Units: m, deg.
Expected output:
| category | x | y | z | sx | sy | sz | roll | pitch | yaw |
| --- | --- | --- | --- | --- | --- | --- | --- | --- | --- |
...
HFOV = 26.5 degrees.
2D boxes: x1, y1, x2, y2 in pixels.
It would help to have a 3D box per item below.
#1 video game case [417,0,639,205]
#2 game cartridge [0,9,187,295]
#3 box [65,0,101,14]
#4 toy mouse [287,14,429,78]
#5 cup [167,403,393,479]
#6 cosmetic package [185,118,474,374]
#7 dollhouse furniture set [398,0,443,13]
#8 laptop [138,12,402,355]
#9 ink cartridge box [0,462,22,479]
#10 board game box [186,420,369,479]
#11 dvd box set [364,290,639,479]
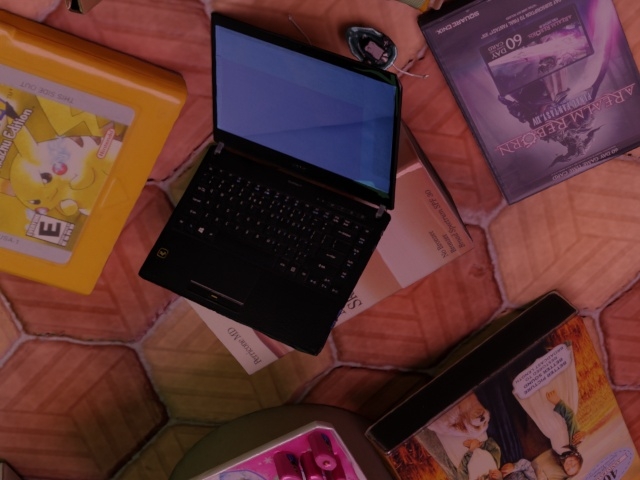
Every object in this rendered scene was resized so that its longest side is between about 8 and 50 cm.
| category | x | y | z | sx | sy | sz | roll | pitch | yaw |
| --- | --- | --- | --- | --- | --- | --- | --- | --- | --- |
| video game case | 0.248 | -0.177 | 1.500 | 0.196 | 0.026 | 0.274 | -25 | 127 | 10 |
| game cartridge | -0.340 | -0.097 | 1.411 | 0.323 | 0.053 | 0.285 | 17 | 119 | -25 |
| box | -0.180 | -0.321 | 1.217 | 0.021 | 0.201 | 0.164 | 12 | 132 | 26 |
| toy mouse | 0.043 | -0.173 | 1.449 | 0.143 | 0.031 | 0.161 | -8 | 111 | -4 |
| cup | -0.025 | 0.410 | 1.731 | 0.331 | 0.237 | 0.331 | -7 | 126 | -9 |
| cosmetic package | 0.000 | 0.000 | 1.512 | 0.296 | 0.129 | 0.153 | -31 | 127 | 10 |
| dollhouse furniture set | 0.115 | -0.294 | 1.375 | 0.076 | 0.059 | 0.152 | 11 | 121 | -20 |
| laptop | -0.057 | -0.058 | 1.376 | 0.264 | 0.234 | 0.136 | -61 | 152 | -12 |
| ink cartridge box | -0.447 | 0.452 | 1.682 | 0.270 | 0.197 | 0.198 | -28 | 126 | 7 |
| board game box | -0.084 | 0.417 | 1.543 | 0.390 | 0.050 | 0.390 | -26 | 126 | 6 |
| dvd box set | 0.266 | 0.306 | 1.786 | 0.307 | 0.062 | 0.420 | -35 | 127 | -9 |
